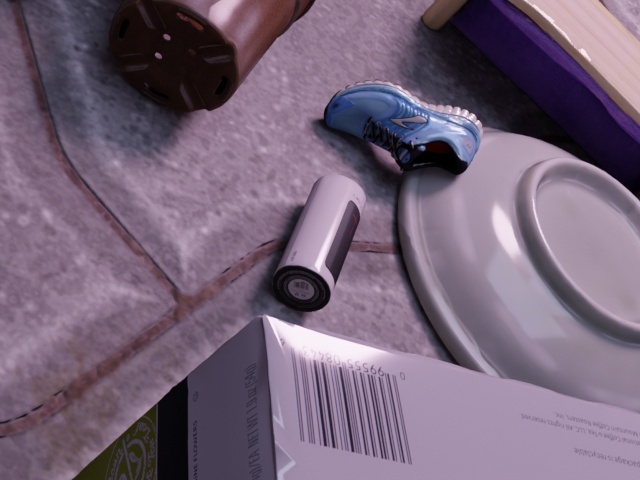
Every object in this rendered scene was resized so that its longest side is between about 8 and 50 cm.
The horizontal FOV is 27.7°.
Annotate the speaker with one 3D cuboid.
[{"bbox_3d":[0.000,0.000,1.172,0.055,0.055,0.136,36,41,-12],"label":"speaker"}]

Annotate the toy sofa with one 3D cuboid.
[{"bbox_3d":[0.296,-0.188,1.507,0.362,0.150,0.177,43,45,-4],"label":"toy sofa"}]

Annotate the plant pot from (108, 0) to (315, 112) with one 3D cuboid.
[{"bbox_3d":[-0.103,-0.214,1.188,0.167,0.167,0.165,35,49,-13],"label":"plant pot"}]

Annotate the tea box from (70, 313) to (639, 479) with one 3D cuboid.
[{"bbox_3d":[0.022,0.240,0.785,0.329,0.323,0.220,18,48,-31],"label":"tea box"}]

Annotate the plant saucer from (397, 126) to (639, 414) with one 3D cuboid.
[{"bbox_3d":[0.266,0.027,1.345,0.400,0.100,0.401,22,46,-25],"label":"plant saucer"}]

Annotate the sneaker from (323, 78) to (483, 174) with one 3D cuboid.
[{"bbox_3d":[0.081,-0.108,1.296,0.162,0.063,0.073,14,51,1],"label":"sneaker"}]
